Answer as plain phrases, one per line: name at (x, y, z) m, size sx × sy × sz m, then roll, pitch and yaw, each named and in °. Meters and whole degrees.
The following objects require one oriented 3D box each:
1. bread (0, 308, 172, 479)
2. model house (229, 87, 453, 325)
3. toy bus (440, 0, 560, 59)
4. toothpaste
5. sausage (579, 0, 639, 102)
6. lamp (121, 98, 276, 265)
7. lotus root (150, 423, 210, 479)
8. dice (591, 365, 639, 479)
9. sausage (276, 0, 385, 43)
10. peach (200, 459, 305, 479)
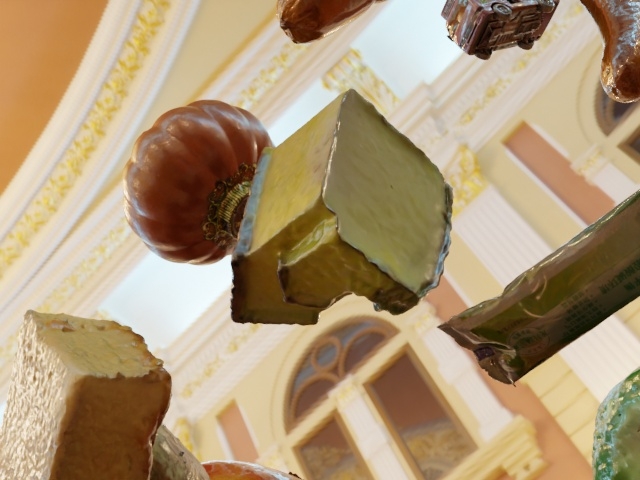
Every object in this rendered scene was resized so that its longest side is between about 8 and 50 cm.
bread at (-0.228, 0.215, 0.817) m, size 0.114 × 0.184 × 0.275 m, roll 7°, pitch -79°, yaw -34°
model house at (0.000, 0.000, 0.901) m, size 0.170 × 0.194 × 0.211 m, roll 37°, pitch -49°, yaw -27°
toy bus at (0.271, -0.341, 1.353) m, size 0.178 × 0.098 × 0.087 m, roll -20°, pitch -32°, yaw -36°
toothpaste at (0.190, 0.007, 0.554) m, size 0.248 × 0.047 × 0.078 m, roll -40°, pitch -63°, yaw 22°
sausage at (0.397, -0.302, 1.205) m, size 0.102 × 0.302 × 0.076 m, roll -5°, pitch -38°, yaw -5°
lamp at (-0.152, -0.074, 1.157) m, size 0.223 × 0.196 × 0.223 m, roll -32°, pitch -41°, yaw -32°
lotus root at (-0.212, 0.297, 1.053) m, size 0.173 × 0.173 × 0.309 m, roll -31°, pitch -46°, yaw -1°
dice at (0.356, 0.153, 0.496) m, size 0.300 × 0.297 × 0.287 m, roll -11°, pitch -21°, yaw -30°
sausage at (0.020, -0.223, 0.797) m, size 0.183 × 0.054 × 0.062 m, roll -39°, pitch -14°, yaw -38°
peach at (-0.126, 0.514, 1.431) m, size 0.370 × 0.370 × 0.370 m, roll -13°, pitch -51°, yaw -17°
